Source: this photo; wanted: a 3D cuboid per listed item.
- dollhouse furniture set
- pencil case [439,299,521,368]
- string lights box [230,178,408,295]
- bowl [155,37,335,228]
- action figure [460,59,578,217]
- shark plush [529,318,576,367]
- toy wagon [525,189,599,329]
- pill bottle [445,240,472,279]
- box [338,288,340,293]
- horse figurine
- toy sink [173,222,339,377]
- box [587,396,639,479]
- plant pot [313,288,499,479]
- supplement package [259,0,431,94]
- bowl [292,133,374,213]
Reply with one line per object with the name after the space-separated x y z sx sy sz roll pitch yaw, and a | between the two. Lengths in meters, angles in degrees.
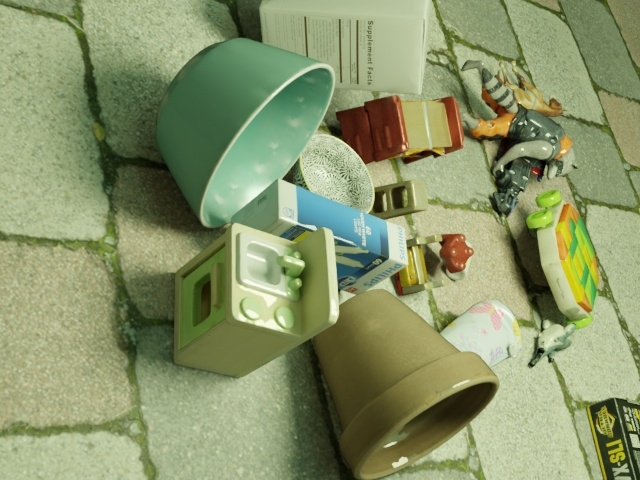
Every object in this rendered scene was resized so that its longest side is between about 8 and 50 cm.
0.175 -0.088 1.735 0.201 0.152 0.374 -6 87 -46 | dollhouse furniture set
0.257 0.208 1.614 0.124 0.113 0.273 52 41 9 | pencil case
0.000 0.000 1.445 0.259 0.133 0.077 19 52 -32 | string lights box
-0.137 -0.188 1.395 0.163 0.311 0.311 38 40 11 | bowl
0.442 -0.228 2.032 0.330 0.178 0.341 29 46 -15 | action figure
0.485 0.222 1.869 0.161 0.073 0.067 -39 125 -54 | shark plush
0.547 0.021 1.985 0.267 0.068 0.344 65 30 -15 | toy wagon
0.279 0.038 1.797 0.043 0.043 0.083 42 43 -15 | pill bottle
-0.032 0.042 1.512 0.162 0.029 0.116 45 42 -14 | box
0.499 -0.369 2.252 0.263 0.066 0.174 -16 72 -53 | horse figurine
-0.100 0.076 1.270 0.131 0.234 0.153 19 54 -35 | toy sink
0.691 0.500 1.865 0.257 0.079 0.322 17 54 -37 | box
0.108 0.203 1.400 0.263 0.263 0.229 -4 51 -45 | plant pot
0.052 -0.398 1.656 0.293 0.175 0.177 5 49 7 | supplement package
0.007 -0.097 1.599 0.170 0.080 0.170 23 51 -32 | bowl
